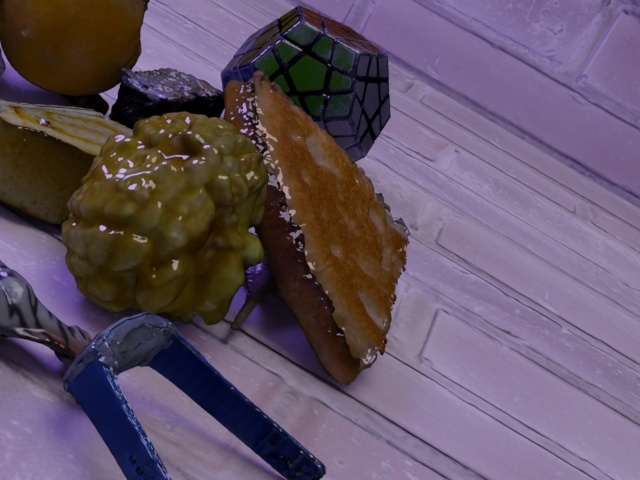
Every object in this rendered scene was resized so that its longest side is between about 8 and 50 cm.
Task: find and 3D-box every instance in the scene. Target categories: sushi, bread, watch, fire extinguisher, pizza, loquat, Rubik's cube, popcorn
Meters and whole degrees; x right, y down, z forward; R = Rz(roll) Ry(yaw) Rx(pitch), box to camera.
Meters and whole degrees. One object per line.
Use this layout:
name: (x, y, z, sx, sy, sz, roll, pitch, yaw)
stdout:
sushi: (-0.238, -0.200, 1.728, 0.136, 0.126, 0.225, 27, 11, 14)
bread: (-0.352, -0.105, 1.433, 0.257, 0.124, 0.186, 11, 22, -38)
watch: (-0.137, 0.204, 1.042, 0.274, 0.068, 0.276, 44, 21, -1)
fire extinguisher: (-0.408, -0.253, 1.793, 0.064, 0.043, 0.158, -20, 50, -40)
pizza: (-0.018, -0.052, 1.527, 0.392, 0.080, 0.435, 54, 23, -17)
loquat: (-0.390, -0.339, 1.693, 0.244, 0.243, 0.244, 25, 22, -11)
Rubik's cube: (-0.025, -0.267, 2.000, 0.264, 0.319, 0.319, -20, 48, -31)
popcorn: (-0.178, -0.027, 1.310, 0.224, 0.257, 0.270, 9, 3, 36)

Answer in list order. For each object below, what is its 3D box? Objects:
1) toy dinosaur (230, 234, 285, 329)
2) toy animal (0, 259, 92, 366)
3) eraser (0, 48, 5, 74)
toy dinosaur: (-0.091, 0.052, 1.499, 0.200, 0.072, 0.251, 4, 40, -35)
toy animal: (-0.348, 0.054, 1.120, 0.255, 0.089, 0.170, 11, 33, -34)
eraser: (-0.578, -0.342, 1.752, 0.089, 0.061, 0.352, 14, 27, -35)
